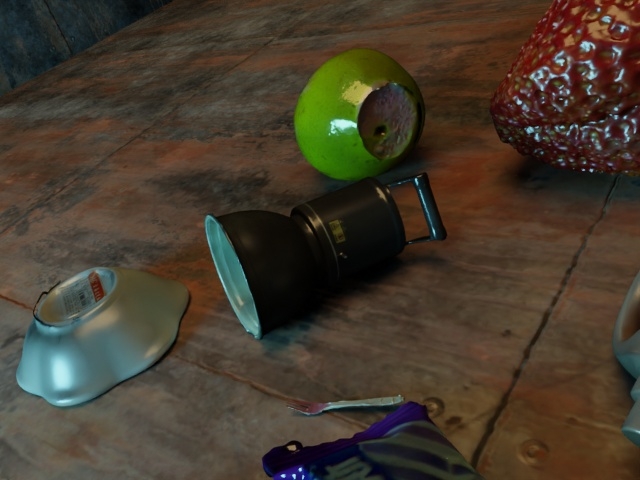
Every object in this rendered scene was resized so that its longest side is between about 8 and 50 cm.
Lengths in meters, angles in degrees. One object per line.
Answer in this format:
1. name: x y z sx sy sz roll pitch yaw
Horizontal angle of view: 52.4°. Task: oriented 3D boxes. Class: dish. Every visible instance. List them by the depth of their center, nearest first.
1. dish: -0.280 0.090 0.794 0.229 0.081 0.229 -14 32 9

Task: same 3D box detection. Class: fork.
1. fork: 0.022 0.150 0.597 0.115 0.012 0.016 -8 34 20

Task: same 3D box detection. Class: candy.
1. candy: 0.068 0.202 0.449 0.145 0.070 0.275 -22 27 -17

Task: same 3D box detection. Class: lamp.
1. lamp: 0.000 0.000 0.743 0.227 0.147 0.172 -22 8 -19

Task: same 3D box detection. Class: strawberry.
1. strawberry: 0.336 -0.188 0.735 0.288 0.250 0.238 -26 28 44

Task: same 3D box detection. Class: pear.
1. pear: 0.046 -0.178 0.933 0.187 0.187 0.220 -33 26 -19

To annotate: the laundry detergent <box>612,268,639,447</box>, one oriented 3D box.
1. laundry detergent: 0.286 0.055 0.500 0.237 0.076 0.171 -53 0 -13
